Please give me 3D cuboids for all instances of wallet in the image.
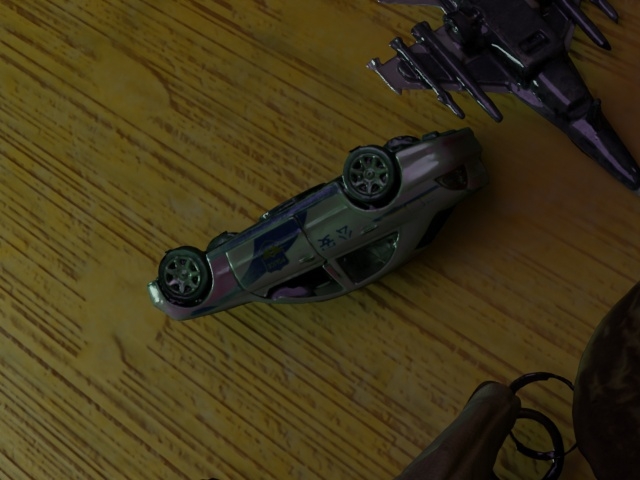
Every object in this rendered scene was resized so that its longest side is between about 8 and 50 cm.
[{"bbox_3d":[0.023,0.221,0.891,0.068,0.275,0.335,28,97,14],"label":"wallet"}]

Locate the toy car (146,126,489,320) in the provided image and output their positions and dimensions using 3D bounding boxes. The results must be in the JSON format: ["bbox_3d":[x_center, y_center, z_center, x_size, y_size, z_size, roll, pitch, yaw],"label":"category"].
[{"bbox_3d":[0.000,0.000,1.078,0.224,0.090,0.076,-28,89,20],"label":"toy car"}]

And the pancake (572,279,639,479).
[{"bbox_3d":[0.238,0.053,0.874,0.250,0.031,0.250,-25,33,18],"label":"pancake"}]

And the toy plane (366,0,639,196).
[{"bbox_3d":[0.121,-0.116,1.049,0.160,0.082,0.234,-34,55,-13],"label":"toy plane"}]

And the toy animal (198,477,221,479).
[{"bbox_3d":[-0.151,0.277,1.030,0.281,0.169,0.195,-37,67,15],"label":"toy animal"}]
